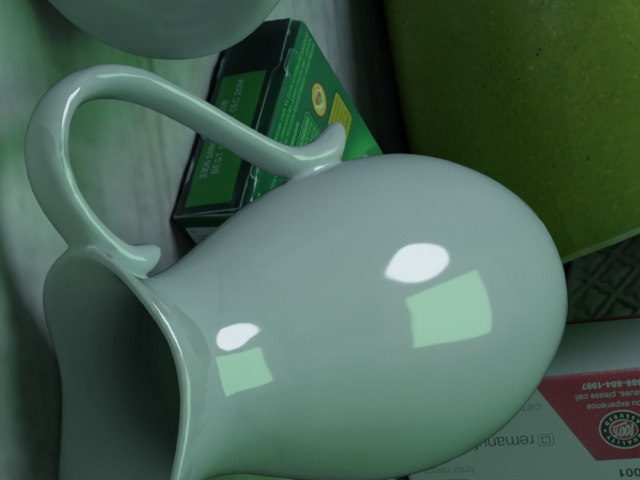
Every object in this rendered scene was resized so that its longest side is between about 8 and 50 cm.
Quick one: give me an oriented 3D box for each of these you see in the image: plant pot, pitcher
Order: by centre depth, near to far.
[{"bbox_3d":[-0.010,0.012,0.665,0.207,0.125,0.178,-14,95,-39],"label":"pitcher"},{"bbox_3d":[0.140,-0.152,0.935,0.275,0.275,0.293,-16,83,-65],"label":"plant pot"}]

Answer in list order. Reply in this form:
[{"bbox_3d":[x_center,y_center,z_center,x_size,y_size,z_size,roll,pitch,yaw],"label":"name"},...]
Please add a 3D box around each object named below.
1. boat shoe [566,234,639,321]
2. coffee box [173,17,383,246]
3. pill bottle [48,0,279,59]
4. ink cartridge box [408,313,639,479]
[{"bbox_3d":[0.286,-0.012,1.267,0.156,0.187,0.500,56,32,-36],"label":"boat shoe"},{"bbox_3d":[0.000,0.000,0.813,0.184,0.040,0.113,55,40,-46],"label":"coffee box"},{"bbox_3d":[-0.036,-0.161,0.687,0.186,0.112,0.112,-60,138,-50],"label":"pill bottle"},{"bbox_3d":[0.140,0.159,0.939,0.092,0.158,0.218,-44,124,-63],"label":"ink cartridge box"}]
